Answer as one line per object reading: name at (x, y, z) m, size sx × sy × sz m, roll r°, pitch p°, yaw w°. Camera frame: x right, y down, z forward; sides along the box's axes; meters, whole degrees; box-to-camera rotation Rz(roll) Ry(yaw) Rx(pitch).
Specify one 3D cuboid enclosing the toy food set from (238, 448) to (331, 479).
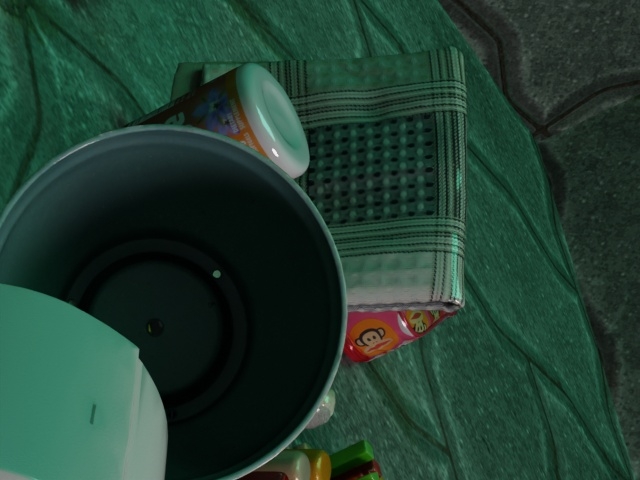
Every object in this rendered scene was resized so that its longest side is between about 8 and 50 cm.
toy food set at (-0.072, 0.275, 1.786) m, size 0.111 × 0.104 × 0.232 m, roll 67°, pitch 29°, yaw -44°

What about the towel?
towel at (-0.014, -0.064, 1.920) m, size 0.056 × 0.324 × 0.312 m, roll 70°, pitch 20°, yaw -58°

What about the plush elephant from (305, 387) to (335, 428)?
plush elephant at (0.000, 0.000, 2.058) m, size 0.272 × 0.255 × 0.330 m, roll 47°, pitch 24°, yaw -45°

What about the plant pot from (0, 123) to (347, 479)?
plant pot at (-0.134, 0.066, 1.587) m, size 0.196 × 0.293 × 0.293 m, roll 127°, pitch -61°, yaw -79°

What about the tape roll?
tape roll at (-0.219, 0.170, 1.174) m, size 0.246 × 0.246 × 0.169 m, roll 55°, pitch 20°, yaw -30°

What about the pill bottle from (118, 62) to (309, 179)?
pill bottle at (-0.129, -0.074, 1.844) m, size 0.121 × 0.216 × 0.121 m, roll 54°, pitch 19°, yaw -29°

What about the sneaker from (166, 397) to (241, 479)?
sneaker at (-0.104, 0.248, 1.665) m, size 0.081 × 0.090 × 0.232 m, roll 25°, pitch 40°, yaw -64°

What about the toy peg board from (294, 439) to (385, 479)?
toy peg board at (0.053, 0.310, 2.081) m, size 0.160 × 0.079 × 0.161 m, roll 47°, pitch 24°, yaw -44°

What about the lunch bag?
lunch bag at (0.062, 0.015, 2.463) m, size 0.258 × 0.120 × 0.293 m, roll 65°, pitch 17°, yaw 4°

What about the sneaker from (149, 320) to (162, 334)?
sneaker at (-0.149, 0.108, 1.752) m, size 0.235 × 0.084 × 0.097 m, roll 58°, pitch 19°, yaw -20°
